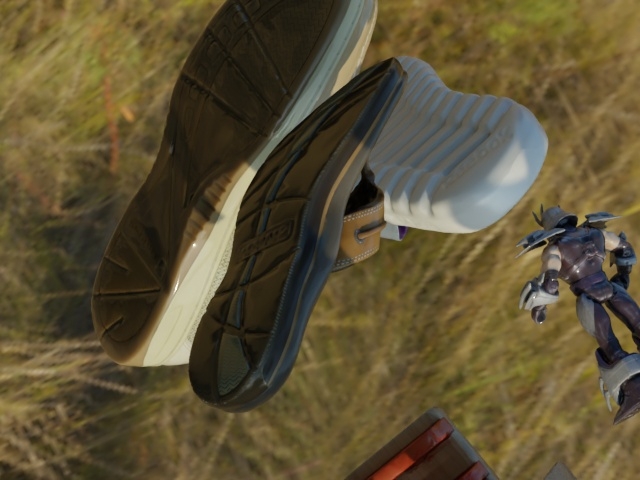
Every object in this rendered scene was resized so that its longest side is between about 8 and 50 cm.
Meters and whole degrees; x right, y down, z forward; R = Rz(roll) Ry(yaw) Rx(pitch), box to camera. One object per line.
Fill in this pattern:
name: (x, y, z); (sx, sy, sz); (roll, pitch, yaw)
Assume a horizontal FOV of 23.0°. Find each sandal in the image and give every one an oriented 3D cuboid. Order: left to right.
sandal: (0.000, 0.000, 0.802); (0.060, 0.090, 0.219); (38, 50, -26)
sandal: (0.089, -0.063, 1.412); (0.169, 0.416, 0.102); (-47, 111, -1)

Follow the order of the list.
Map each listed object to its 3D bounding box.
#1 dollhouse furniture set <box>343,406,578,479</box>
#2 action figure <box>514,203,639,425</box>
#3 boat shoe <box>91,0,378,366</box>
dollhouse furniture set: (0.024, 0.182, 0.671); (0.135, 0.262, 0.259); (50, 27, 6)
action figure: (0.339, 0.073, 1.925); (0.185, 0.099, 0.285); (-21, 70, -23)
boat shoe: (-0.038, -0.044, 0.969); (0.098, 0.302, 0.109); (9, 32, -38)
